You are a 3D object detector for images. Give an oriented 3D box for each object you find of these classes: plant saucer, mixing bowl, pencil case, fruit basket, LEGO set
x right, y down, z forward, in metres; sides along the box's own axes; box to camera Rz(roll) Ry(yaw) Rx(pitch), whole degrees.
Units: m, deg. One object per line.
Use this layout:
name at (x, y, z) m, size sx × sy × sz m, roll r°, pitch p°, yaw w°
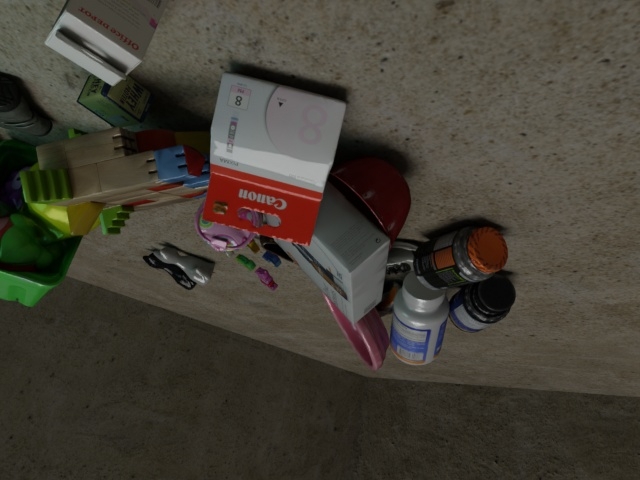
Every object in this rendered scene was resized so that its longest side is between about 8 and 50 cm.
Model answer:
plant saucer at (0.107, 0.229, 1.537) m, size 0.084 × 0.332 × 0.332 m, roll -29°, pitch 161°, yaw -9°
mixing bowl at (0.092, -0.079, 0.891) m, size 0.181 × 0.098 × 0.181 m, roll 47°, pitch 170°, yaw 11°
pencil case at (-0.184, -0.041, 1.066) m, size 0.124 × 0.124 × 0.284 m, roll 17°, pitch -179°, yaw -7°
fruit basket at (-0.607, -0.078, 1.102) m, size 0.283 × 0.392 × 0.392 m, roll 22°, pitch 158°, yaw -22°
LEGO set at (-0.191, 0.026, 1.378) m, size 0.227 × 0.087 × 0.093 m, roll 32°, pitch 158°, yaw 25°

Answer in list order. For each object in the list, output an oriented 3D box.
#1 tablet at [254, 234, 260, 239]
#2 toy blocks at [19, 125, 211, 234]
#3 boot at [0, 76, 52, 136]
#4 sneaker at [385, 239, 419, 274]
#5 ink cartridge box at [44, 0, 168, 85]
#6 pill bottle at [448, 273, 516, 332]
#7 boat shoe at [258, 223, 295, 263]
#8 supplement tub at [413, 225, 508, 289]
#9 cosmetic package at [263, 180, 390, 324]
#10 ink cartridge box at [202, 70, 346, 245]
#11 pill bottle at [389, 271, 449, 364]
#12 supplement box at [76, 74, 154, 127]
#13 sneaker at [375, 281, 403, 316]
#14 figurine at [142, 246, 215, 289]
tablet at (-0.183, -0.014, 1.422) m, size 0.083 × 0.006 × 0.054 m, roll 1°, pitch 155°, yaw 32°
toy blocks at (-0.295, -0.128, 0.923) m, size 0.261 × 0.190 × 0.381 m, roll -11°, pitch 180°, yaw 7°
boot at (-0.672, -0.268, 0.989) m, size 0.247 × 0.083 × 0.161 m, roll 17°, pitch 165°, yaw -2°
sneaker at (0.148, 0.055, 1.242) m, size 0.272 × 0.108 × 0.100 m, roll 7°, pitch 156°, yaw 17°
ink cartridge box at (-0.256, -0.267, 0.612) m, size 0.092 × 0.143 × 0.090 m, roll 30°, pitch 154°, yaw -35°
pill bottle at (0.417, 0.162, 1.315) m, size 0.123 × 0.122 × 0.219 m, roll 14°, pitch 159°, yaw 2°
boat shoe at (-0.073, 0.029, 1.340) m, size 0.207 × 0.073 × 0.073 m, roll 23°, pitch 124°, yaw -28°
supplement tub at (0.295, 0.038, 1.081) m, size 0.117 × 0.117 × 0.190 m, roll 22°, pitch 159°, yaw -20°
cosmetic package at (0.000, 0.000, 1.018) m, size 0.284 × 0.097 × 0.377 m, roll 47°, pitch 169°, yaw 20°
ink cartridge box at (-0.077, -0.118, 0.777) m, size 0.189 × 0.232 × 0.066 m, roll 14°, pitch -173°, yaw 0°
pill bottle at (0.276, 0.212, 1.414) m, size 0.152 × 0.152 × 0.272 m, roll 10°, pitch 134°, yaw 13°
supplement box at (-0.348, -0.241, 0.865) m, size 0.083 × 0.056 × 0.083 m, roll -1°, pitch 156°, yaw 36°
sneaker at (0.229, 0.205, 1.600) m, size 0.121 × 0.099 × 0.262 m, roll 14°, pitch 161°, yaw -12°
figurine at (-0.509, 0.089, 1.804) m, size 0.209 × 0.092 × 0.215 m, roll 30°, pitch 154°, yaw -26°
